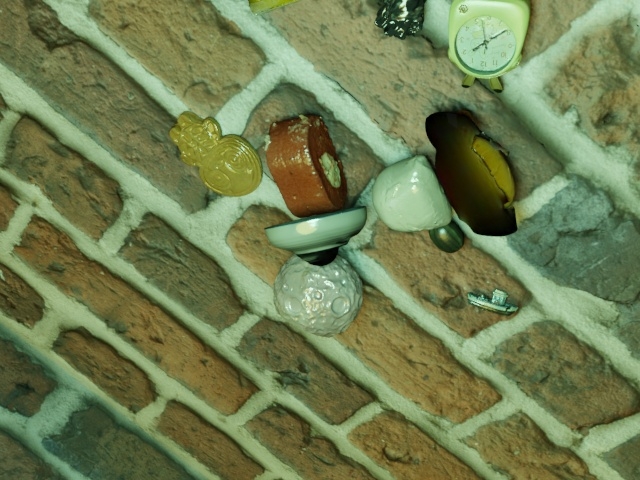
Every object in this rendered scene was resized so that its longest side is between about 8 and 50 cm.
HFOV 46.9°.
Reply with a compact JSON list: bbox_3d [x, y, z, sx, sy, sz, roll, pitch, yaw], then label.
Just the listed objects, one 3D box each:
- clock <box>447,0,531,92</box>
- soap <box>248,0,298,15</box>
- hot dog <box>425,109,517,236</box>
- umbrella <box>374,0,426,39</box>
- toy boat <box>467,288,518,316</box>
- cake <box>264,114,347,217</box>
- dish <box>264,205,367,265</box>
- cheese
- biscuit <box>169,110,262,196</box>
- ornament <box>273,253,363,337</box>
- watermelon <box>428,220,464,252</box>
[{"bbox_3d":[0.366,-0.433,1.634,0.170,0.069,0.232,10,128,14],"label":"clock"},{"bbox_3d":[-0.064,-0.624,1.659,0.257,0.080,0.160,-10,121,26],"label":"soap"},{"bbox_3d":[0.387,-0.177,1.779,0.194,0.107,0.326,-1,117,34],"label":"hot dog"},{"bbox_3d":[0.192,-0.574,1.585,0.122,0.110,0.272,15,123,11],"label":"umbrella"},{"bbox_3d":[0.473,0.163,2.024,0.140,0.059,0.066,19,102,10],"label":"toy boat"},{"bbox_3d":[-0.040,-0.184,1.898,0.151,0.177,0.283,-5,123,25],"label":"cake"},{"bbox_3d":[0.000,0.000,1.934,0.273,0.273,0.134,-11,95,27],"label":"dish"},{"bbox_3d":[0.222,-0.113,1.860,0.189,0.154,0.198,-17,120,27],"label":"cheese"},{"bbox_3d":[-0.290,-0.236,2.047,0.288,0.044,0.202,42,128,-13],"label":"biscuit"},{"bbox_3d":[-0.003,0.140,2.067,0.259,0.259,0.225,26,90,2],"label":"ornament"},{"bbox_3d":[0.332,-0.012,1.939,0.111,0.078,0.078,45,127,-13],"label":"watermelon"}]
